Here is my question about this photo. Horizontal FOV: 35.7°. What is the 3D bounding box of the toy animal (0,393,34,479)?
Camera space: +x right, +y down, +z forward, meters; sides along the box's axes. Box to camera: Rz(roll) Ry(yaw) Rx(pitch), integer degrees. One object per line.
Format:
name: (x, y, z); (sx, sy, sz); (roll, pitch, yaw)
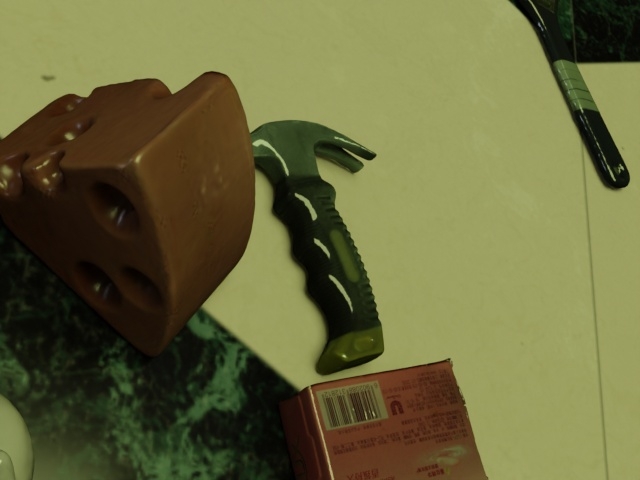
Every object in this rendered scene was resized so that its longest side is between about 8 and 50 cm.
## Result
toy animal: (-0.299, 0.074, 0.564); (0.325, 0.154, 0.208); (27, 73, 8)

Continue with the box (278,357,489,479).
box: (0.051, 0.162, 0.788); (0.156, 0.060, 0.111); (-4, 67, -30)

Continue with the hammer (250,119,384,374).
hammer: (0.000, 0.000, 0.855); (0.159, 0.041, 0.226); (-9, 69, -33)

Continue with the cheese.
cheese: (-0.128, -0.048, 0.712); (0.203, 0.177, 0.128); (45, 51, -4)

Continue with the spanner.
spanner: (0.292, -0.202, 1.160); (0.087, 0.024, 0.316); (-6, 68, -40)
